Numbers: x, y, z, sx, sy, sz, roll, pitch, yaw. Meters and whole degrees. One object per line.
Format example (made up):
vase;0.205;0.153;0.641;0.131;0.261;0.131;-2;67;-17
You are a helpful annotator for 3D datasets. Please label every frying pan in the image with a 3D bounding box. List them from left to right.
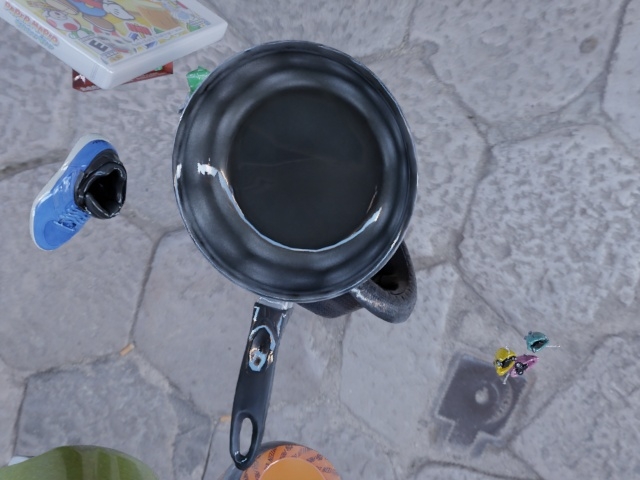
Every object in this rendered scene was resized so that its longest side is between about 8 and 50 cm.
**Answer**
frying pan;-0.008;0.012;0.538;0.197;0.053;0.327;-10;97;19

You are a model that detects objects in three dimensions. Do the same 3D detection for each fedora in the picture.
fedora;0.000;0.000;1.047;0.152;0.334;0.334;-33;99;25

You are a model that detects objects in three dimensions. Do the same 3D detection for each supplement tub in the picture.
supplement tub;-0.080;0.424;1.067;0.193;0.316;0.194;8;61;-14

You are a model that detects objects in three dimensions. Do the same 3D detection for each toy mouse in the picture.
toy mouse;0.384;0.211;1.299;0.143;0.031;0.161;-19;140;-16

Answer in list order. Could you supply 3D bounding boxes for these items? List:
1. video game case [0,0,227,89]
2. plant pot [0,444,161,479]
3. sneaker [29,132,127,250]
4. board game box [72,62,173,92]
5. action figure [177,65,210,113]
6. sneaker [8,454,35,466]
video game case;-0.222;-0.238;0.660;0.206;0.227;0.026;35;123;0
plant pot;-0.168;0.286;0.462;0.275;0.254;0.276;-8;113;-20
sneaker;-0.267;-0.037;0.765;0.058;0.084;0.152;25;105;-47
board game box;-0.260;-0.342;0.890;0.144;0.027;0.282;-5;85;24
action figure;-0.150;-0.153;0.919;0.063;0.232;0.137;-18;68;-12
sneaker;-0.282;0.242;0.644;0.053;0.061;0.152;27;135;-30
